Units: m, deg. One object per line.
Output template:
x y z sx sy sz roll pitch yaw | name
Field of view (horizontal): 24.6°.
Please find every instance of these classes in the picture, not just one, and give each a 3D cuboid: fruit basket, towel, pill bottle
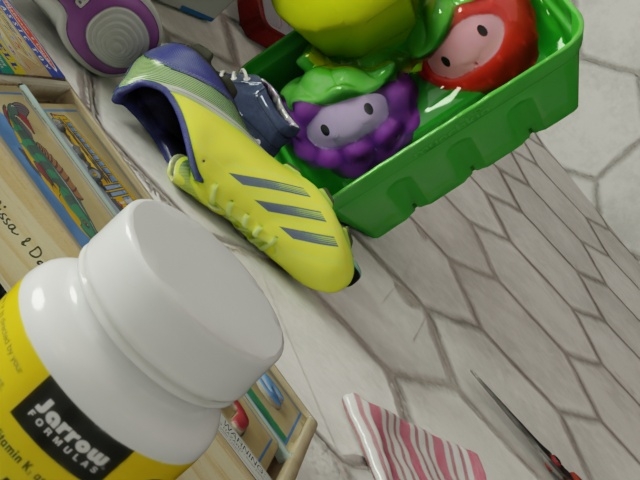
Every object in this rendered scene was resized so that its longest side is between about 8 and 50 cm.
0.072 -0.229 1.620 0.392 0.392 0.283 29 25 -48 | fruit basket
0.104 0.212 1.288 0.197 0.029 0.144 31 22 -43 | towel
-0.124 0.084 0.696 0.119 0.208 0.119 42 17 -16 | pill bottle

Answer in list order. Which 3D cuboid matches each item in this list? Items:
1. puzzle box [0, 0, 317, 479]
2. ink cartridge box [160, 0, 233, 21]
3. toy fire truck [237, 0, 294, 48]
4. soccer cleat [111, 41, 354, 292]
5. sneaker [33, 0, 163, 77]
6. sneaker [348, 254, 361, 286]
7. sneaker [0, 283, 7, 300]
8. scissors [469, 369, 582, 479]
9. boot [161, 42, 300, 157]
-0.149 -0.001 0.954 0.409 0.052 0.272 54 6 -2 | puzzle box
-0.177 -0.416 1.771 0.232 0.168 0.171 53 17 17 | ink cartridge box
-0.022 -0.345 2.071 0.302 0.169 0.254 24 52 -52 | toy fire truck
-0.084 -0.054 1.372 0.289 0.093 0.121 51 47 -3 | soccer cleat
-0.261 -0.281 1.341 0.152 0.114 0.305 55 -2 45 | sneaker
0.000 0.000 1.505 0.098 0.038 0.069 49 12 -31 | sneaker
-0.164 0.088 0.875 0.089 0.051 0.170 31 28 -45 | sneaker
0.268 0.258 1.617 0.297 0.021 0.109 51 19 16 | scissors
-0.096 -0.152 1.519 0.190 0.086 0.069 54 18 22 | boot
